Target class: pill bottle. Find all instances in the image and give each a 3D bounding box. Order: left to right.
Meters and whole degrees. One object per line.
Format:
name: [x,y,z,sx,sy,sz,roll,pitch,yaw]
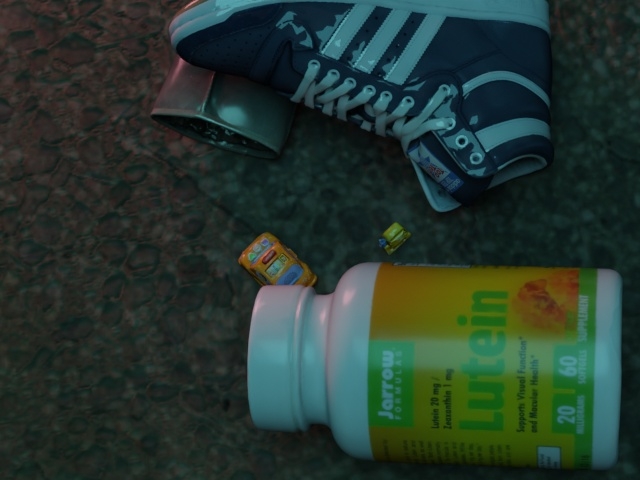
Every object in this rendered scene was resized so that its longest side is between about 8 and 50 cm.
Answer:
pill bottle: [0.080,0.084,1.208,0.246,0.136,0.136,1,75,9]

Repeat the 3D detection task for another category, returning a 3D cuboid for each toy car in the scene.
toy car: [0.000,0.000,1.293,0.122,0.040,0.060,-29,72,0]

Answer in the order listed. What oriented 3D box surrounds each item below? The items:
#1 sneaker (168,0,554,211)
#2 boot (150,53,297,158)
sneaker: [0.037,-0.101,1.258,0.282,0.099,0.153,-2,75,-14]
boot: [-0.081,-0.182,1.348,0.190,0.076,0.208,20,85,14]
